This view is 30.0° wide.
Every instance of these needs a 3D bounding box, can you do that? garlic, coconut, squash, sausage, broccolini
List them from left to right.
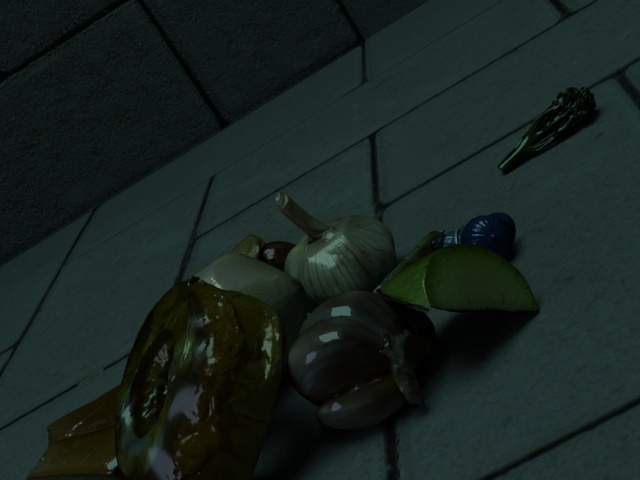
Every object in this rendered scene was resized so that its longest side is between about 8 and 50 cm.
[{"bbox_3d":[-0.121,0.128,1.851,0.234,0.224,0.224,-31,18,10],"label":"coconut"},{"bbox_3d":[0.000,0.000,1.935,0.199,0.226,0.199,-33,22,15],"label":"garlic"},{"bbox_3d":[0.050,0.141,1.585,0.191,0.160,0.214,-18,26,29],"label":"garlic"},{"bbox_3d":[0.115,0.066,1.868,0.269,0.033,0.033,-44,20,-29],"label":"sausage"},{"bbox_3d":[0.168,0.043,1.584,0.192,0.085,0.184,4,6,-30],"label":"squash"},{"bbox_3d":[0.380,-0.192,2.027,0.202,0.068,0.091,-37,37,-6],"label":"broccolini"}]

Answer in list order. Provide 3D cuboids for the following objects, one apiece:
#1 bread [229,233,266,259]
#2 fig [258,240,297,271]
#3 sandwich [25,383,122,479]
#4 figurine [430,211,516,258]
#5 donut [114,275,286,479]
[{"bbox_3d":[-0.143,0.046,2.335,0.115,0.056,0.082,-47,36,9],"label":"bread"},{"bbox_3d":[-0.051,0.036,2.185,0.125,0.089,0.089,-14,17,-6],"label":"fig"},{"bbox_3d":[-0.350,0.297,1.931,0.212,0.063,0.245,-8,34,29],"label":"sandwich"},{"bbox_3d":[0.224,0.002,1.782,0.149,0.087,0.086,-13,64,50],"label":"figurine"},{"bbox_3d":[-0.172,0.207,1.603,0.330,0.160,0.330,-31,47,40],"label":"donut"}]
